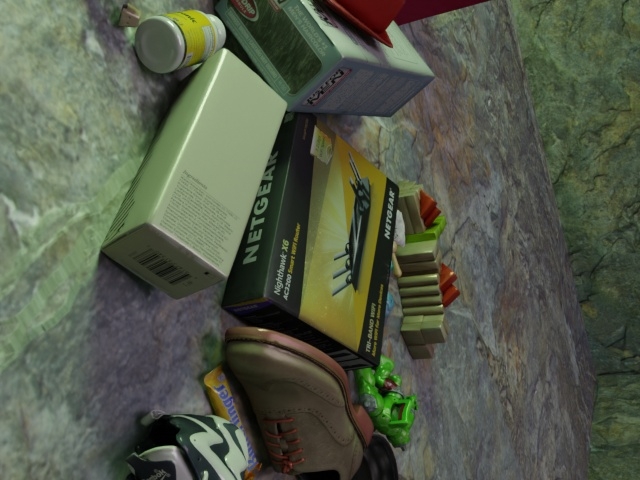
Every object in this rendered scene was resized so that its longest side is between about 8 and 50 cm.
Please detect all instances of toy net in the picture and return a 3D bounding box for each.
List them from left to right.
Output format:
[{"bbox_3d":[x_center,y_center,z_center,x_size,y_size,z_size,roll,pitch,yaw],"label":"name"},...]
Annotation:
[{"bbox_3d":[0.108,0.030,1.380,0.122,0.045,0.232,53,38,-41],"label":"toy net"}]

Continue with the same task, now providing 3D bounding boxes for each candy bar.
[{"bbox_3d":[-0.109,0.227,0.939,0.040,0.018,0.161,-46,123,-56],"label":"candy bar"}]

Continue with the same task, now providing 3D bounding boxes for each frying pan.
[{"bbox_3d":[0.053,0.456,1.156,0.197,0.053,0.326,46,50,-46],"label":"frying pan"}]

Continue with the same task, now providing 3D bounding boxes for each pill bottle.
[{"bbox_3d":[-0.162,-0.239,0.903,0.116,0.065,0.065,-41,120,-59],"label":"pill bottle"}]

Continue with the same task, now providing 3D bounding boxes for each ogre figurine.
[{"bbox_3d":[0.107,0.264,1.261,0.118,0.097,0.197,-83,163,-48],"label":"ogre figurine"}]

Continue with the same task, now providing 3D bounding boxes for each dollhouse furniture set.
[{"bbox_3d":[-0.232,-0.310,0.850,0.081,0.091,0.114,14,38,-19],"label":"dollhouse furniture set"}]

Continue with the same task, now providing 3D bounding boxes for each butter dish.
[{"bbox_3d":[0.062,-0.374,1.048,0.160,0.118,0.159,23,36,-43],"label":"butter dish"}]

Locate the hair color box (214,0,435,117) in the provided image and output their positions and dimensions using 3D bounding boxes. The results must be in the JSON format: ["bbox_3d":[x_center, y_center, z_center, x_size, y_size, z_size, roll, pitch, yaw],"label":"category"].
[{"bbox_3d":[0.025,-0.295,1.151,0.185,0.114,0.374,55,25,10],"label":"hair color box"}]

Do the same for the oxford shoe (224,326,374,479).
[{"bbox_3d":[-0.026,0.234,0.989,0.348,0.123,0.130,54,44,-41],"label":"oxford shoe"}]

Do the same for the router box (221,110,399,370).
[{"bbox_3d":[0.000,0.000,1.083,0.243,0.081,0.308,34,52,-39],"label":"router box"}]

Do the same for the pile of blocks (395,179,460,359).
[{"bbox_3d":[0.223,0.052,1.515,0.149,0.113,0.361,-4,88,-62],"label":"pile of blocks"}]

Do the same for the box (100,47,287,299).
[{"bbox_3d":[-0.134,-0.080,0.858,0.113,0.094,0.275,40,46,-28],"label":"box"}]

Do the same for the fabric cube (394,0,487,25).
[{"bbox_3d":[0.221,-0.630,1.526,0.259,0.258,0.253,34,55,-55],"label":"fabric cube"}]

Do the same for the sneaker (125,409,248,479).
[{"bbox_3d":[-0.130,0.267,0.760,0.153,0.094,0.234,35,29,-41],"label":"sneaker"}]
